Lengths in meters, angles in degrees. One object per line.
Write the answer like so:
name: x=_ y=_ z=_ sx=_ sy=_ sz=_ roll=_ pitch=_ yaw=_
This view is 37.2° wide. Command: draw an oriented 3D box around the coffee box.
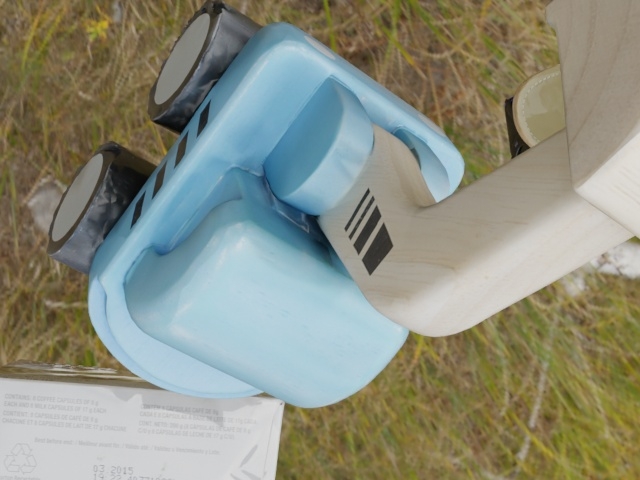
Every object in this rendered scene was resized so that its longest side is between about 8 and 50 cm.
coffee box: x=-0.244 y=0.331 z=1.157 sx=0.337 sy=0.334 sz=0.338 roll=7 pitch=85 yaw=-8

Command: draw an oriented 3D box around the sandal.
sandal: x=0.241 y=-0.127 z=0.912 sx=0.240 sy=0.079 sz=0.088 roll=-15 pitch=103 yaw=-35

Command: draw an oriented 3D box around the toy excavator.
toy excavator: x=0.017 y=-0.009 z=0.616 sx=0.222 sy=0.445 sz=0.433 roll=30 pitch=110 yaw=-27

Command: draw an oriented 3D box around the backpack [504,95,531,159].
backpack: x=0.327 y=-0.171 z=1.343 sx=0.101 sy=0.120 sz=0.098 roll=-15 pitch=94 yaw=-16
